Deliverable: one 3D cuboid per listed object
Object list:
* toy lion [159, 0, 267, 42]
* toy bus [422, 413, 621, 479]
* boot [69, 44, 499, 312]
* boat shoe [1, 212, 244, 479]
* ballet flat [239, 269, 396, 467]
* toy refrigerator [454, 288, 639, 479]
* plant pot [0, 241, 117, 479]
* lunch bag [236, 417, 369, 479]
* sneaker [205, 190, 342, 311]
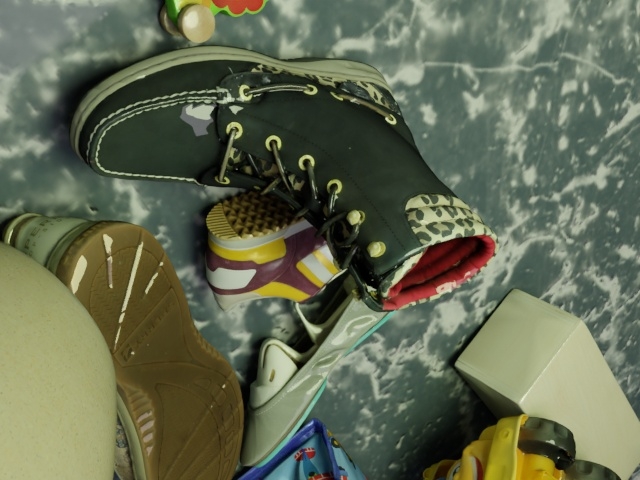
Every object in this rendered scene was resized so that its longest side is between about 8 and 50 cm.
[{"bbox_3d":[-0.069,-0.178,0.511,0.096,0.034,0.100,-46,130,-13],"label":"toy lion"},{"bbox_3d":[0.164,0.270,0.798,0.220,0.211,0.149,43,53,-32],"label":"toy bus"},{"bbox_3d":[-0.016,-0.037,0.515,0.236,0.179,0.085,-9,140,-32],"label":"boot"},{"bbox_3d":[-0.131,0.096,0.589,0.104,0.089,0.285,-47,139,-39],"label":"boat shoe"},{"bbox_3d":[-0.010,0.085,0.675,0.068,0.072,0.213,42,87,-13],"label":"ballet flat"},{"bbox_3d":[0.247,0.173,0.867,0.102,0.094,0.269,-50,131,-10],"label":"toy refrigerator"},{"bbox_3d":[-0.220,0.103,0.434,0.191,0.284,0.284,-51,140,-45],"label":"plant pot"},{"bbox_3d":[-0.056,0.336,0.741,0.293,0.138,0.221,-33,131,-2],"label":"lunch bag"},{"bbox_3d":[0.000,0.000,0.632,0.185,0.069,0.084,-11,128,-22],"label":"sneaker"}]
